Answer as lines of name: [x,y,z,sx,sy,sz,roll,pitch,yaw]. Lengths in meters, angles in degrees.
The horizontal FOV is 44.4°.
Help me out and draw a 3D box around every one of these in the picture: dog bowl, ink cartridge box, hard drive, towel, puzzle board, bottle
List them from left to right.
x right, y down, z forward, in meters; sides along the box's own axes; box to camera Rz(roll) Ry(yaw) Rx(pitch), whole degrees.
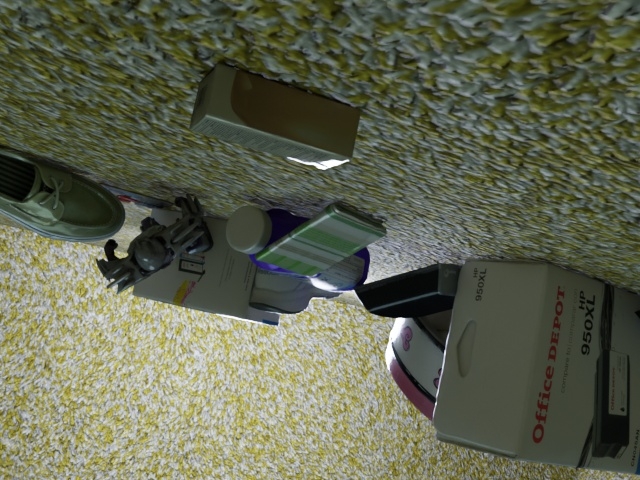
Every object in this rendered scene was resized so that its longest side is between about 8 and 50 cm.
puzzle board: [-0.325,-0.073,1.338,0.128,0.011,0.096,15,172,-28]
ink cartridge box: [-0.193,0.051,1.451,0.233,0.168,0.171,10,174,19]
bottle: [-0.032,0.013,1.195,0.118,0.092,0.283,4,170,32]
towel: [0.000,0.000,1.059,0.152,0.023,0.113,-30,144,34]
hard drive: [0.181,0.088,1.310,0.172,0.054,0.255,-18,165,26]
dog bowl: [0.307,0.254,1.549,0.408,0.150,0.408,26,-160,-10]
ink cartridge box: [0.389,0.208,1.246,0.395,0.285,0.166,17,170,-36]

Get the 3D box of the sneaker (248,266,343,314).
sneaker: [-0.026,0.044,1.400,0.111,0.129,0.297,8,-170,19]

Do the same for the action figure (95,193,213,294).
action figure: [-0.254,0.001,1.230,0.185,0.099,0.285,-24,-176,2]

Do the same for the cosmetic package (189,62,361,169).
cosmetic package: [-0.034,-0.090,0.588,0.115,0.041,0.060,15,172,-21]

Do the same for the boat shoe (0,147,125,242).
boat shoe: [-0.427,-0.070,1.161,0.302,0.109,0.094,20,168,-32]
